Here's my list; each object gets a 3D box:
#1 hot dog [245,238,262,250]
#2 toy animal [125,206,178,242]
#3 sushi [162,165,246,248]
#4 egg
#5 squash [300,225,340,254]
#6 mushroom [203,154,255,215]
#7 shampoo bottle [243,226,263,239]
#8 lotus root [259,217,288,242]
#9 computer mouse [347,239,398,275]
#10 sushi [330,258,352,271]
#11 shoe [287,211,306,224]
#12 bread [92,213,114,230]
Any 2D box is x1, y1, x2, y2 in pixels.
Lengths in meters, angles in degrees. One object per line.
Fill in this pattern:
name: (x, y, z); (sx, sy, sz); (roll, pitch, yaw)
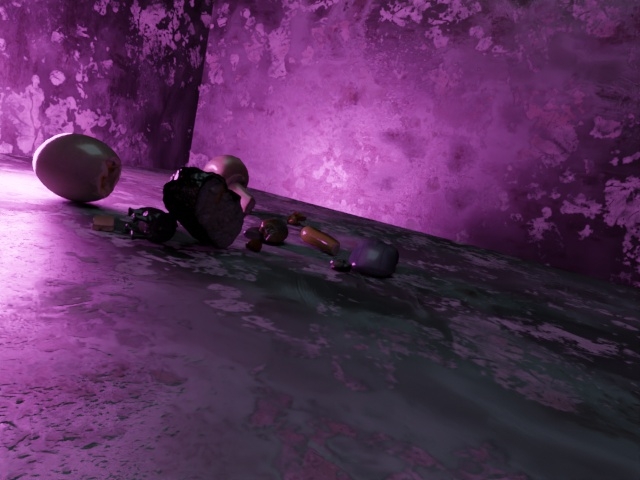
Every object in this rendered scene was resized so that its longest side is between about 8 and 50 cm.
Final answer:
hot dog: (-0.252, 0.017, 1.723); (0.058, 0.035, 0.083); (14, 10, 6)
toy animal: (-0.589, -0.067, 1.602); (0.168, 0.106, 0.343); (8, 7, -16)
sushi: (-0.395, -0.115, 1.560); (0.170, 0.211, 0.350); (19, -18, 23)
egg: (-1.014, -0.305, 1.889); (0.335, 0.279, 0.278); (19, 11, 7)
squash: (0.000, 0.000, 2.014); (0.083, 0.083, 0.250); (3, 16, -41)
mushroom: (-0.485, -0.290, 2.504); (0.336, 0.314, 0.314); (40, 19, 17)
shampoo bottle: (-0.277, -0.035, 1.964); (0.079, 0.040, 0.165); (13, 11, 2)
lotus root: (-0.189, -0.044, 1.940); (0.113, 0.088, 0.192); (55, 20, 6)
computer mouse: (0.226, 0.058, 1.854); (0.188, 0.122, 0.371); (15, 7, 13)
sushi: (0.076, 0.100, 1.679); (0.083, 0.044, 0.046); (6, 33, -23)
shoe: (-0.133, -0.125, 2.545); (0.109, 0.072, 0.069); (3, 8, -42)
bread: (-0.753, -0.062, 1.584); (0.068, 0.028, 0.153); (7, 12, -26)
